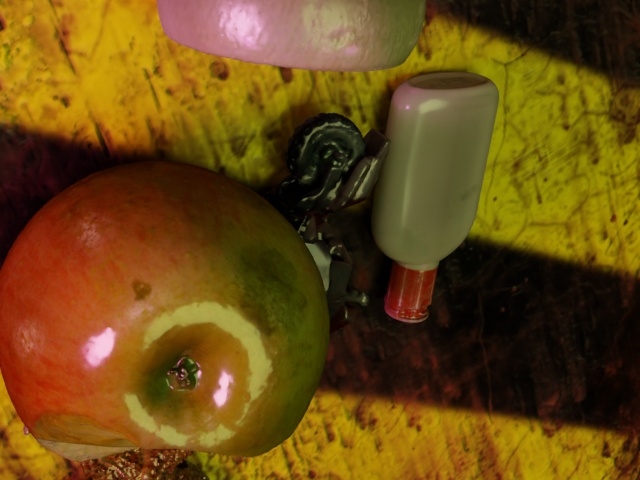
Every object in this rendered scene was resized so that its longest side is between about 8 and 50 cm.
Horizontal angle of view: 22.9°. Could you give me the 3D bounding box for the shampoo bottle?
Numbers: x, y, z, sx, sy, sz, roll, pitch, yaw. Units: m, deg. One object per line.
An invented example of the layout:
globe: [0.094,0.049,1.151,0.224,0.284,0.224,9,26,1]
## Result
shampoo bottle: [0.092,-0.035,1.360,0.108,0.051,0.221,-10,121,-35]

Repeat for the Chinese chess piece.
Chinese chess piece: [-0.020,-0.169,1.105,0.188,0.188,0.083,-6,112,-34]

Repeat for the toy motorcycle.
toy motorcycle: [0.001,0.000,1.291,0.122,0.082,0.213,8,113,-38]

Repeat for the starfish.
starfish: [-0.166,0.206,1.322,0.227,0.043,0.240,-49,131,-3]

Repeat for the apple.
apple: [-0.112,0.069,1.143,0.246,0.226,0.246,-9,114,-22]
